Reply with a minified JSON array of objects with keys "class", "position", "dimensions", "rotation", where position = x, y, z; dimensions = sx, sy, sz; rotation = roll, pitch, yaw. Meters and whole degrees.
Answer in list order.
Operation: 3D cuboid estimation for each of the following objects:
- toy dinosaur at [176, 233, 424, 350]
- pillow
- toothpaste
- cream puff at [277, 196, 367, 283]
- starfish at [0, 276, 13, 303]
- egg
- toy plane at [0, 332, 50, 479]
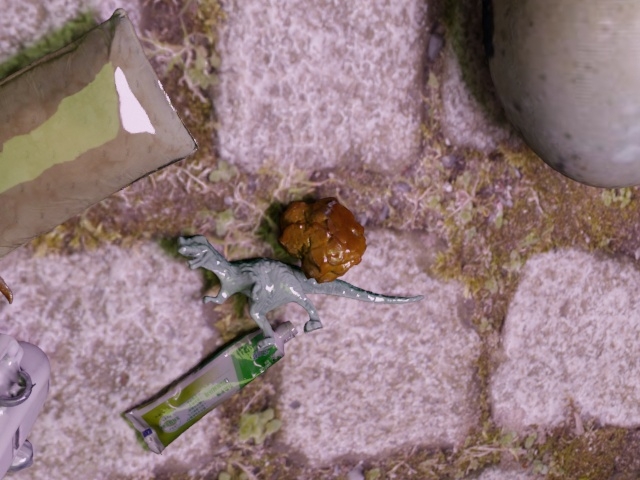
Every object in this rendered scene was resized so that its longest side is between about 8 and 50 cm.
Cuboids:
[{"class":"toy dinosaur","position":[-0.025,0.092,1.110],"dimensions":[0.383,0.076,0.129],"rotation":[20,62,-33]},{"class":"pillow","position":[-0.307,-0.106,0.930],"dimensions":[0.302,0.075,0.185],"rotation":[-31,115,-10]},{"class":"toothpaste","position":[-0.136,0.185,1.114],"dimensions":[0.248,0.047,0.078],"rotation":[-36,112,-9]},{"class":"cream puff","position":[0.000,0.000,1.091],"dimensions":[0.094,0.116,0.122],"rotation":[-31,129,26]},{"class":"starfish","position":[-0.433,-0.001,0.885],"dimensions":[0.238,0.057,0.213],"rotation":[28,117,-6]},{"class":"egg","position":[0.375,-0.277,1.046],"dimensions":[0.345,0.345,0.428],"rotation":[-14,113,-21]},{"class":"toy plane","position":[-0.382,0.210,0.920],"dimensions":[0.118,0.252,0.252],"rotation":[21,96,2]}]
